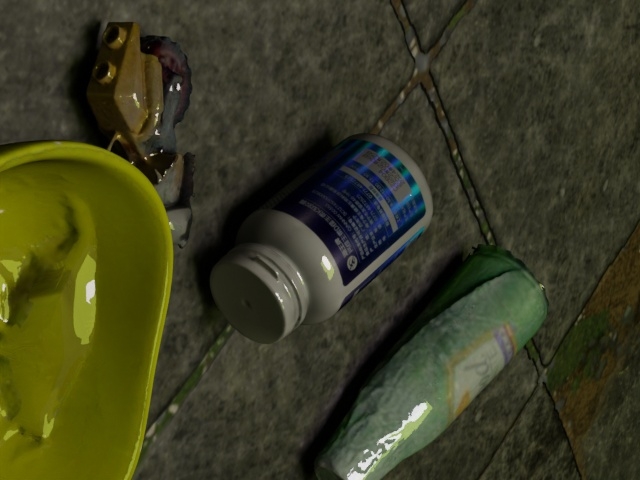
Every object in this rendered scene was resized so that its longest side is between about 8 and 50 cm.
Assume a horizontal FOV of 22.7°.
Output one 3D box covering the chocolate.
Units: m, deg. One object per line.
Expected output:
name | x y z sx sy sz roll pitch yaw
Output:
chocolate | 0.100 0.133 1.516 0.291 0.110 0.110 -46 137 -30

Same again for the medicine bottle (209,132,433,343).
medicine bottle | 0.000 0.000 1.309 0.191 0.107 0.107 -40 134 -37

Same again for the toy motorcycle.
toy motorcycle | -0.151 -0.045 1.100 0.130 0.094 0.229 30 71 -50

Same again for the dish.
dish | -0.194 0.063 0.888 0.221 0.108 0.262 -17 118 -52
